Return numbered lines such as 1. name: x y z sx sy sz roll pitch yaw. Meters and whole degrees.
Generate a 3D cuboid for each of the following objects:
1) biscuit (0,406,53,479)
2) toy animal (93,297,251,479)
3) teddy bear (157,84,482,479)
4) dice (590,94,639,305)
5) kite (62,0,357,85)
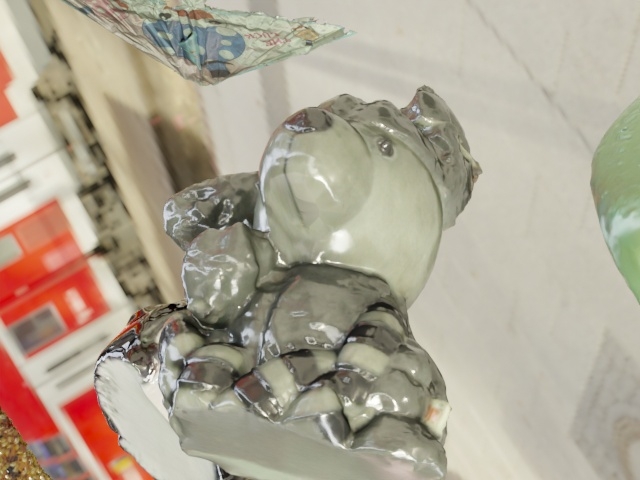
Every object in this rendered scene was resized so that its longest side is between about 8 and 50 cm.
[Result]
1. biscuit: -0.340 0.189 1.253 0.025 0.131 0.231 19 144 48
2. toy animal: -0.080 0.119 1.543 0.251 0.310 0.251 36 146 29
3. teddy bear: -0.013 0.013 0.711 0.144 0.171 0.251 58 -150 -53
4. dice: 0.528 -0.033 1.616 0.330 0.318 0.322 48 -153 -20
5. kite: -0.156 -0.267 1.699 0.368 0.406 0.014 94 -175 -70
